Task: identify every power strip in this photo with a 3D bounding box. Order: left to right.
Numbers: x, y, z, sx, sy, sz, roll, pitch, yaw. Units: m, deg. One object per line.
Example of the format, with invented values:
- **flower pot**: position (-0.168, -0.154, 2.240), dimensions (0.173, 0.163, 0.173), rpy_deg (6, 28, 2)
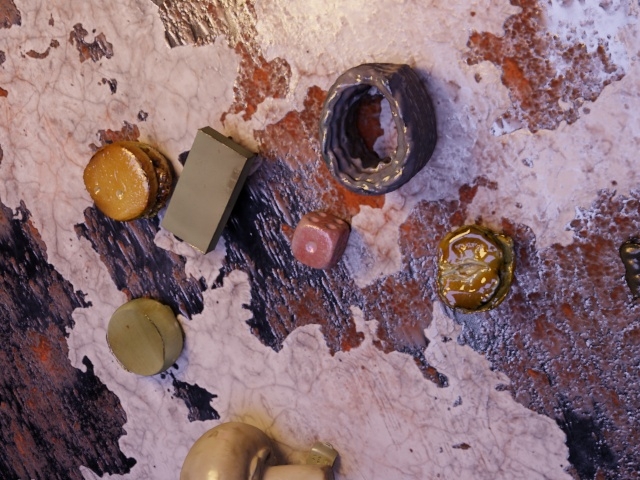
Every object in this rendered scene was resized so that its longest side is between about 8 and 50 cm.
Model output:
- **power strip**: position (-0.020, 0.578, 1.743), dimensions (0.060, 0.027, 0.252), rpy_deg (24, 115, 15)

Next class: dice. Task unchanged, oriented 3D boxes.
- **dice**: position (0.000, 0.000, 1.509), dimensions (0.093, 0.091, 0.094), rpy_deg (24, 116, 15)

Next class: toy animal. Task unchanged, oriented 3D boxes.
- **toy animal**: position (0.568, 0.061, 1.307), dimensions (0.065, 0.047, 0.135), rpy_deg (-13, 103, 32)

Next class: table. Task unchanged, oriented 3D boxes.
- **table**: position (-0.221, -0.110, 1.557), dimensions (0.122, 0.111, 0.240), rpy_deg (33, 117, 10)

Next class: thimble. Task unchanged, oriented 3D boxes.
- **thimble**: position (0.104, -0.204, 1.353), dimensions (0.205, 0.172, 0.236), rpy_deg (16, 111, 15)

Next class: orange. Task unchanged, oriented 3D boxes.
- **orange**: position (0.289, 0.053, 1.390), dimensions (0.170, 0.112, 0.160), rpy_deg (-40, 77, 6)

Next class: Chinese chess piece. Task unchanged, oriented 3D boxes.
- **Chinese chess piece**: position (-0.418, 0.230, 1.777), dimensions (0.188, 0.083, 0.188), rpy_deg (9, 112, 24)

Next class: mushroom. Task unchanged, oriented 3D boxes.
- **mushroom**: position (-0.131, 0.544, 1.650), dimensions (0.336, 0.314, 0.314), rpy_deg (-10, 103, 10)

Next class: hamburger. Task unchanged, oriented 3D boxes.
- **hamburger**: position (-0.408, -0.133, 1.630), dimensions (0.191, 0.118, 0.181), rpy_deg (2, 111, 27)
